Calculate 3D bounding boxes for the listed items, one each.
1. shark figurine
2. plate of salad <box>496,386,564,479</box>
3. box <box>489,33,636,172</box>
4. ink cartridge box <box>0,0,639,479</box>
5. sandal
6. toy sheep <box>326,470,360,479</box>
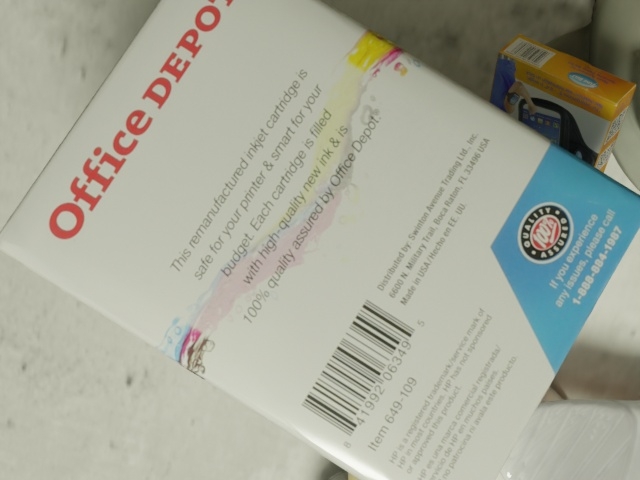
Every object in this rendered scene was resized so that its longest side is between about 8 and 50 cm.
[{"bbox_3d":[0.234,-0.070,0.458,0.166,0.116,0.278,-27,97,17],"label":"shark figurine"},{"bbox_3d":[0.122,0.196,0.568,0.199,0.048,0.200,-3,100,-17],"label":"plate of salad"},{"bbox_3d":[0.149,-0.061,0.474,0.081,0.028,0.136,34,148,28],"label":"box"},{"bbox_3d":[0.000,0.000,0.439,0.270,0.197,0.198,32,84,2],"label":"ink cartridge box"},{"bbox_3d":[0.254,0.160,0.535,0.265,0.076,0.102,9,84,-4],"label":"sandal"},{"bbox_3d":[0.028,0.240,0.591,0.091,0.091,0.132,9,115,7],"label":"toy sheep"}]
